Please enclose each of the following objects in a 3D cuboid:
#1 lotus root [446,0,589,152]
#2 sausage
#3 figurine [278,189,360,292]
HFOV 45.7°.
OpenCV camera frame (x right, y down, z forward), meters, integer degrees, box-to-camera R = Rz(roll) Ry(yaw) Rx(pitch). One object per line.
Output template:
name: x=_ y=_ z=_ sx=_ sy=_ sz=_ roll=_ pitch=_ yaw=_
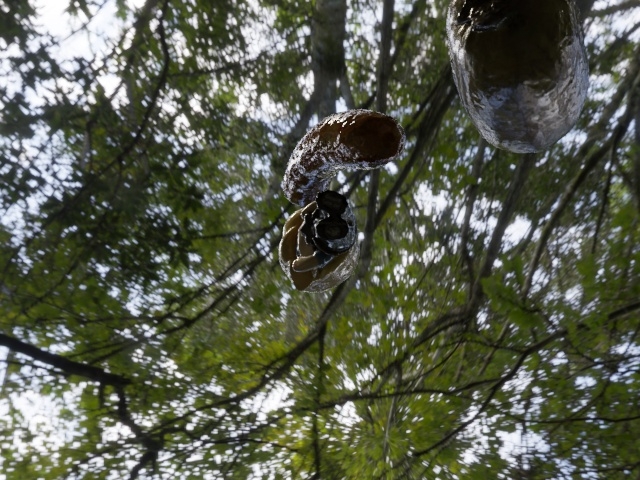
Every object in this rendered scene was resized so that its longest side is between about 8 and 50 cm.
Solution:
lotus root: x=0.195 y=-0.164 z=0.743 sx=0.129 sy=0.260 sz=0.145 roll=-7 pitch=-113 yaw=22
sausage: x=0.019 y=-0.119 z=1.076 sx=0.076 sy=0.302 sz=0.103 roll=-40 pitch=-85 yaw=-25
figurine: x=0.000 y=0.000 z=0.939 sx=0.108 sy=0.196 sz=0.114 roll=-7 pitch=-102 yaw=-3
